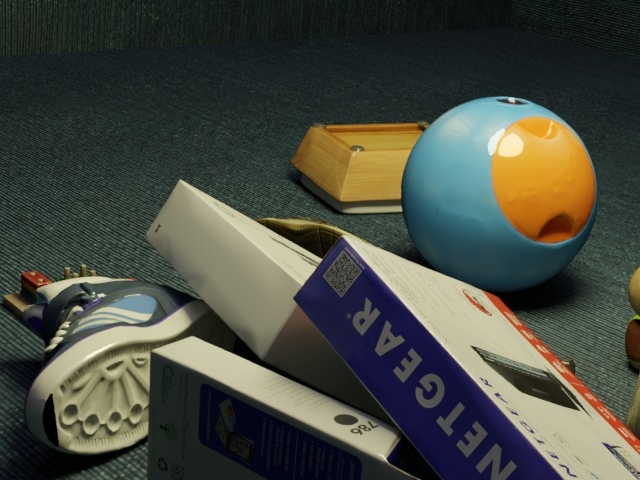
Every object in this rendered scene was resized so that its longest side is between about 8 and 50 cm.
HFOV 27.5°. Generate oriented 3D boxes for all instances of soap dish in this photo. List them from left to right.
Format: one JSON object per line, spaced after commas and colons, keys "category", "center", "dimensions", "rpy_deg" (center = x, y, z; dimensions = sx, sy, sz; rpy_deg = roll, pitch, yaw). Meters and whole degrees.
{"category": "soap dish", "center": [0.122, -0.136, 2.353], "dimensions": [0.291, 0.118, 0.229], "rpy_deg": [-4, 21, -23]}

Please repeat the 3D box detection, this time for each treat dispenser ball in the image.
{"category": "treat dispenser ball", "center": [0.261, -0.067, 1.927], "dimensions": [0.288, 0.288, 0.288], "rpy_deg": [5, 19, -2]}

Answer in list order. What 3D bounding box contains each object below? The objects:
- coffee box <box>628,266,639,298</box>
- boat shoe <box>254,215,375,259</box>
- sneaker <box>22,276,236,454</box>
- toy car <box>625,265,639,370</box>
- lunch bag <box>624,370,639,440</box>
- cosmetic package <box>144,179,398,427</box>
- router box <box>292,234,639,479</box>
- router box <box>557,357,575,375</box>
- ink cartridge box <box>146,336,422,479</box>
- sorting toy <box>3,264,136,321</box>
{"category": "coffee box", "center": [0.567, 0.077, 1.971], "dimensions": [0.184, 0.040, 0.113], "rpy_deg": [12, 20, 20]}
{"category": "boat shoe", "center": [-0.001, 0.001, 1.972], "dimensions": [0.223, 0.080, 0.073], "rpy_deg": [12, 24, 32]}
{"category": "sneaker", "center": [-0.273, 0.130, 1.465], "dimensions": [0.236, 0.130, 0.323], "rpy_deg": [8, 20, 31]}
{"category": "toy car", "center": [0.460, 0.072, 1.692], "dimensions": [0.149, 0.188, 0.155], "rpy_deg": [-11, 16, 6]}
{"category": "lunch bag", "center": [0.443, 0.175, 1.341], "dimensions": [0.169, 0.235, 0.287], "rpy_deg": [7, 17, -12]}
{"category": "cosmetic package", "center": [-0.014, 0.080, 1.518], "dimensions": [0.284, 0.097, 0.377], "rpy_deg": [28, 5, -33]}
{"category": "router box", "center": [0.172, 0.158, 1.226], "dimensions": [0.301, 0.082, 0.335], "rpy_deg": [21, 22, -51]}
{"category": "router box", "center": [0.250, 0.171, 1.605], "dimensions": [0.122, 0.038, 0.092], "rpy_deg": [9, 18, 10]}
{"category": "ink cartridge box", "center": [-0.026, 0.218, 1.190], "dimensions": [0.332, 0.165, 0.065], "rpy_deg": [22, 25, 37]}
{"category": "sorting toy", "center": [-0.319, 0.073, 1.719], "dimensions": [0.274, 0.046, 0.132], "rpy_deg": [-8, 23, -37]}
